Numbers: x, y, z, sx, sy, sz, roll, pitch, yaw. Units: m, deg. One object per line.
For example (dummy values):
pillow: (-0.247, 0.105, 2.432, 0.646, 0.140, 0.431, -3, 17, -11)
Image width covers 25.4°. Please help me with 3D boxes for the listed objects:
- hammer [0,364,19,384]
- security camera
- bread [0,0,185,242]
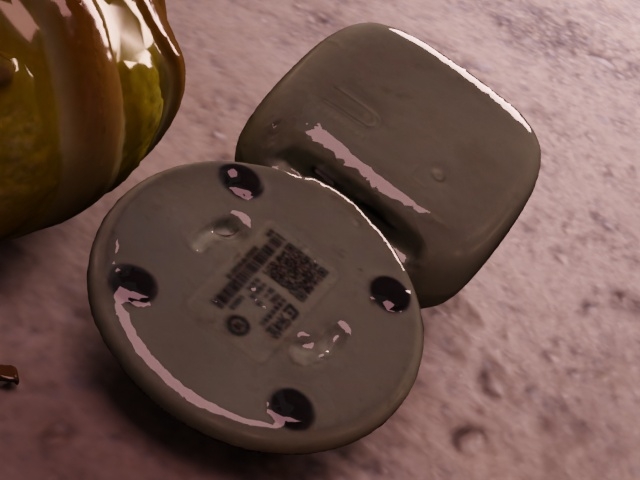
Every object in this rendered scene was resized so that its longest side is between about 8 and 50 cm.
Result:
hammer: (-0.182, 0.048, 0.574, 0.123, 0.014, 0.029, 11, 44, -25)
security camera: (0.000, 0.000, 0.705, 0.157, 0.080, 0.301, 37, 45, 5)
bread: (-0.217, -0.139, 0.677, 0.333, 0.160, 0.333, 19, 33, -12)
